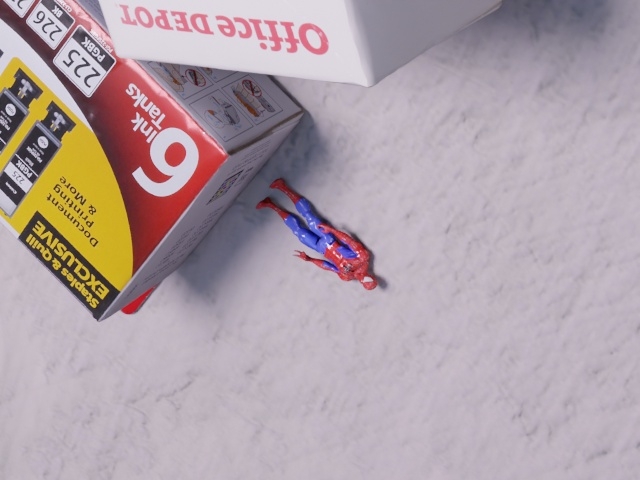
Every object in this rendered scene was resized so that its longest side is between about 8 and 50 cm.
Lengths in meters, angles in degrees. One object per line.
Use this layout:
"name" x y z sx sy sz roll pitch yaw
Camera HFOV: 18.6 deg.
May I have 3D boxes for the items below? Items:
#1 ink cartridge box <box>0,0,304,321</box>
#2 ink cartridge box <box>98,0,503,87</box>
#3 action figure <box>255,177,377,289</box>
"ink cartridge box" -0.218 -0.102 1.559 0.309 0.130 0.272 44 123 7
"ink cartridge box" -0.056 -0.310 1.291 0.279 0.160 0.384 12 128 45
"action figure" 0.000 0.000 1.542 0.115 0.030 0.038 39 116 8
